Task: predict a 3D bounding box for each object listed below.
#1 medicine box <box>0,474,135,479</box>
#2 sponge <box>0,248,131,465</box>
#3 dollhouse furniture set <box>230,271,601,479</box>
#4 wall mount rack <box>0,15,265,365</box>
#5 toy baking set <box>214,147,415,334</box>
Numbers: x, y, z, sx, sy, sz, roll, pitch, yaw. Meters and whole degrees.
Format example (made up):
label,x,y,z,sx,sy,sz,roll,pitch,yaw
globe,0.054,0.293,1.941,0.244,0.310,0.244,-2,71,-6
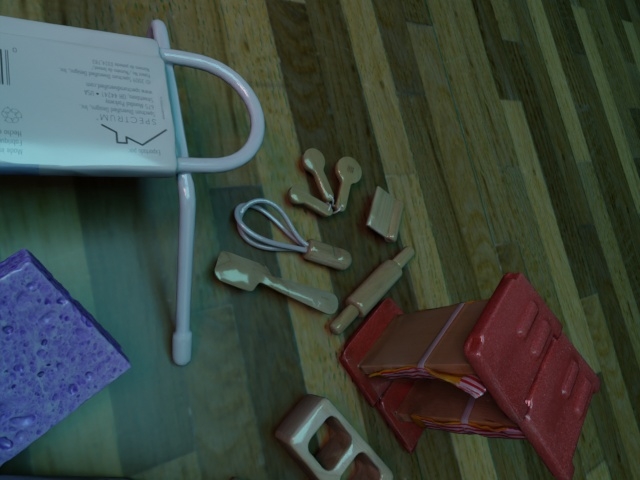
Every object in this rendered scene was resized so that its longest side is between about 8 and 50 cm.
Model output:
label,x,y,z,sx,sy,sz,roll,pitch,yaw
medicine box,-0.214,0.259,0.194,0.289,0.149,0.263,34,61,-44
sponge,-0.247,0.110,0.285,0.210,0.031,0.117,-38,129,-22
dollhouse furniture set,0.066,0.209,0.400,0.374,0.201,0.152,-44,101,-32
wall mount rack,-0.214,-0.038,0.346,0.350,0.130,0.304,-4,76,-32
toy baking set,0.005,0.005,0.522,0.197,0.030,0.256,49,58,-8
